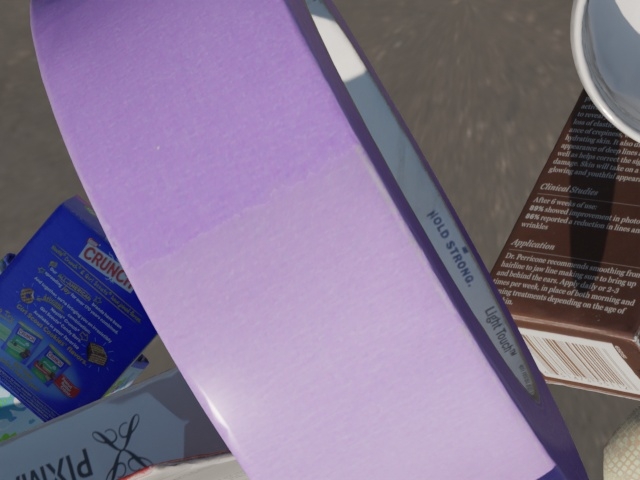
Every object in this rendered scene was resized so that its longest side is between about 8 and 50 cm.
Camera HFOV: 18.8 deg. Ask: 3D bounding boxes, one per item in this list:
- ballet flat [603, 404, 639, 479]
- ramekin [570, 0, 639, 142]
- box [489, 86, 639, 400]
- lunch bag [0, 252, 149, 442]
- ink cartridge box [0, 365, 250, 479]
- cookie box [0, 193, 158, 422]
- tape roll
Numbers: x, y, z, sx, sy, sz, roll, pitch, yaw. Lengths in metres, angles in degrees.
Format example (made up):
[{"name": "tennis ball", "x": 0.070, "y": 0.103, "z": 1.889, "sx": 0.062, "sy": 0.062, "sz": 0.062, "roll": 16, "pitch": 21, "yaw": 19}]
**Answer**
[{"name": "ballet flat", "x": 0.198, "y": 0.073, "z": 0.867, "sx": 0.168, "sy": 0.052, "sz": 0.057, "roll": -31, "pitch": 82, "yaw": 4}, {"name": "ramekin", "x": 0.295, "y": -0.173, "z": 1.522, "sx": 0.207, "sy": 0.109, "sz": 0.207, "roll": 0, "pitch": 101, "yaw": -1}, {"name": "box", "x": 0.319, "y": -0.041, "z": 1.829, "sx": 0.143, "sy": 0.191, "sz": 0.381, "roll": 46, "pitch": 64, "yaw": -41}, {"name": "lunch bag", "x": -0.218, "y": 0.102, "z": 1.452, "sx": 0.129, "sy": 0.096, "sz": 0.151, "roll": -45, "pitch": 132, "yaw": 6}, {"name": "ink cartridge box", "x": -0.116, "y": 0.116, "z": 0.942, "sx": 0.296, "sy": 0.261, "sz": 0.066, "roll": -24, "pitch": 76, "yaw": 30}, {"name": "cookie box", "x": -0.143, "y": 0.043, "z": 1.107, "sx": 0.092, "sy": 0.040, "sz": 0.107, "roll": 41, "pitch": 102, "yaw": -4}, {"name": "tape roll", "x": 0.000, "y": 0.000, "z": 0.738, "sx": 0.090, "sy": 0.275, "sz": 0.275, "roll": -29, "pitch": 94, "yaw": 6}]
